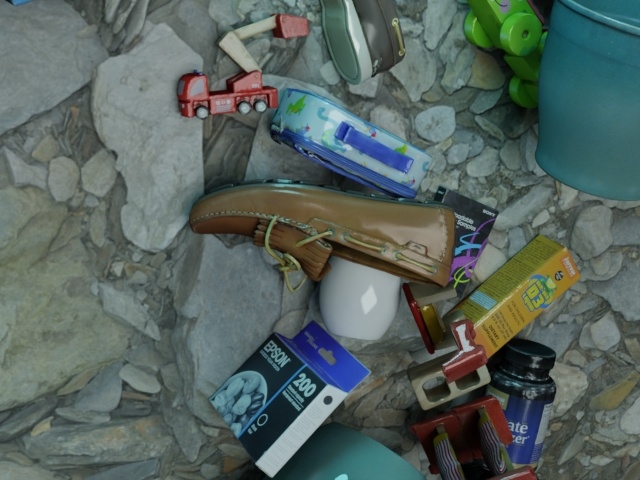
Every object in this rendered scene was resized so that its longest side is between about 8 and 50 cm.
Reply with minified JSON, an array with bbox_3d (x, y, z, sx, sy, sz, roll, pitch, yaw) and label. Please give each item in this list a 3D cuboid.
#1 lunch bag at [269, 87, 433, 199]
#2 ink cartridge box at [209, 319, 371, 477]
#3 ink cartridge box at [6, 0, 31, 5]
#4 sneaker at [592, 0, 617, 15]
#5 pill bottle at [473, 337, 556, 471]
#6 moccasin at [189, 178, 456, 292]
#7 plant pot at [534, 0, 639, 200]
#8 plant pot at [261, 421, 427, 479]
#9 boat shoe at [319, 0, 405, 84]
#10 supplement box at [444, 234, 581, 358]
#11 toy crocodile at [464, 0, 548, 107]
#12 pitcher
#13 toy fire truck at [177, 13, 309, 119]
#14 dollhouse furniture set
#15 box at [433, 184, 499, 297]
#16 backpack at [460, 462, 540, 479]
[{"bbox_3d":[0.043,-0.139,1.341,0.219,0.176,0.090,23,95,-28],"label":"lunch bag"},{"bbox_3d":[-0.051,0.218,1.388,0.208,0.206,0.045,-45,120,-7],"label":"ink cartridge box"},{"bbox_3d":[-0.255,-0.395,1.112,0.307,0.223,0.129,-25,114,-15],"label":"ink cartridge box"},{"bbox_3d":[0.396,-0.404,1.440,0.276,0.135,0.097,39,90,-26],"label":"sneaker"},{"bbox_3d":[0.340,0.288,1.622,0.122,0.123,0.219,5,103,-24],"label":"pill bottle"},{"bbox_3d":[0.000,0.001,1.326,0.380,0.139,0.147,9,80,-2],"label":"moccasin"},{"bbox_3d":[0.427,-0.206,1.327,0.271,0.272,0.255,0,122,-23],"label":"plant pot"},{"bbox_3d":[0.034,0.429,1.450,0.293,0.293,0.235,43,72,-27],"label":"plant pot"},{"bbox_3d":[0.045,-0.386,1.309,0.096,0.116,0.324,-26,117,-19],"label":"boat shoe"},{"bbox_3d":[0.328,0.096,1.587,0.233,0.080,0.078,-41,119,-10],"label":"supplement box"},{"bbox_3d":[0.329,-0.297,1.454,0.105,0.115,0.340,-48,119,-6],"label":"toy crocodile"},{"bbox_3d":[0.086,0.048,1.455,0.177,0.125,0.207,9,90,-40],"label":"pitcher"},{"bbox_3d":[-0.111,-0.248,1.316,0.192,0.047,0.135,-9,108,-20],"label":"toy fire truck"},{"bbox_3d":[0.200,0.259,1.413,0.152,0.201,0.374,-23,115,3],"label":"dollhouse furniture set"},{"bbox_3d":[0.215,0.004,1.539,0.116,0.029,0.162,20,95,-27],"label":"box"},{"bbox_3d":[0.328,0.481,1.635,0.166,0.188,0.144,-9,108,-22],"label":"backpack"}]
